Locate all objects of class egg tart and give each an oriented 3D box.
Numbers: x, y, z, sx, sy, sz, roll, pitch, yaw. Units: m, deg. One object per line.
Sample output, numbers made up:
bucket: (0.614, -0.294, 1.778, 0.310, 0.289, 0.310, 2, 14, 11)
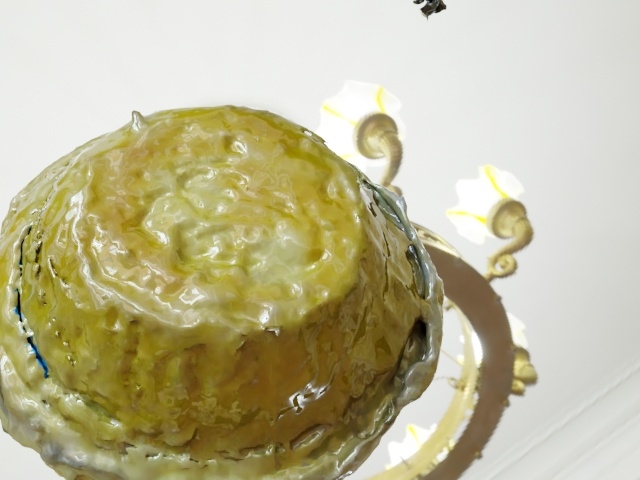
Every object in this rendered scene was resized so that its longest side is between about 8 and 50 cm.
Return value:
egg tart: (-0.085, 0.020, 0.596, 0.388, 0.387, 0.169, -10, -34, -15)

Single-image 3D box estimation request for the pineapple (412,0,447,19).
pineapple: (0.211, -0.492, 1.399, 0.108, 0.108, 0.197, 24, -118, -25)
